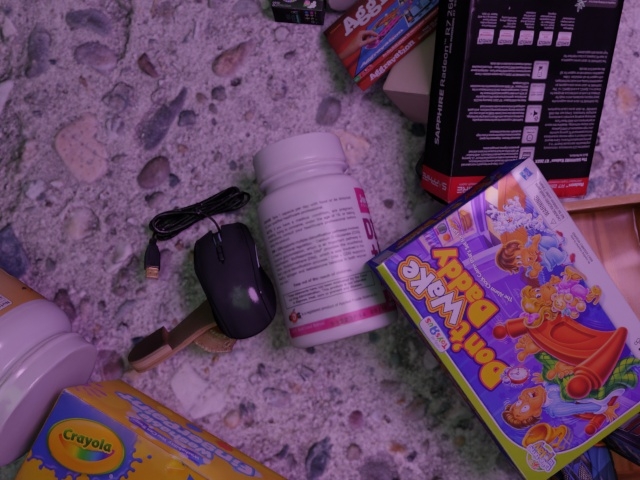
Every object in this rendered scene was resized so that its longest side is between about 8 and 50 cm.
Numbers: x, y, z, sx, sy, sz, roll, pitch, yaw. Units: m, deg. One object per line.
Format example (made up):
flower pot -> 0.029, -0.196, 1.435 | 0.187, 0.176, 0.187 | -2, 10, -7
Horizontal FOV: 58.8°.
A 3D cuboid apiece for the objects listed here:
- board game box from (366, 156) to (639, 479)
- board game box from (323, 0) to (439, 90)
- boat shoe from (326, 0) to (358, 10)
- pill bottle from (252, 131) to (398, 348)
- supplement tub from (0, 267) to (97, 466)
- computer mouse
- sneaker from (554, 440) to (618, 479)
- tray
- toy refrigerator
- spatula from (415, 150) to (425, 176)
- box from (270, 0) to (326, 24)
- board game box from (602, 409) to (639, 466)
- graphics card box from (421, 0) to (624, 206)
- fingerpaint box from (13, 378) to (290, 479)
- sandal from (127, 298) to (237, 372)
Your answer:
board game box -> 0.256, 0.103, 0.733 | 0.233, 0.078, 0.347 | -36, 95, -1
board game box -> 0.139, -0.363, 0.848 | 0.281, 0.027, 0.145 | -38, 51, 17
boat shoe -> 0.096, -0.452, 0.917 | 0.228, 0.079, 0.081 | -31, 76, -7
pill bottle -> 0.000, 0.000, 0.822 | 0.161, 0.160, 0.282 | -15, 83, 1
supplement tub -> -0.505, 0.144, 0.796 | 0.316, 0.228, 0.228 | 32, 86, 6
computer mouse -> -0.175, 0.032, 0.830 | 0.184, 0.060, 0.262 | -20, 57, 2
sneaker -> 0.334, 0.361, 0.705 | 0.087, 0.083, 0.221 | -10, 41, 20
tray -> 0.414, 0.146, 0.830 | 0.203, 0.076, 0.410 | -7, 82, 2
toy refrigerator -> 0.207, -0.317, 0.861 | 0.094, 0.102, 0.269 | 20, 83, 41
spatula -> 0.241, -0.219, 0.900 | 0.084, 0.030, 0.296 | 35, 86, 4
box -> -0.033, -0.392, 0.923 | 0.083, 0.052, 0.062 | 5, 84, 5
board game box -> 0.439, 0.208, 0.662 | 0.165, 0.243, 0.042 | -36, 84, -2
graphics card box -> 0.271, -0.239, 0.767 | 0.233, 0.094, 0.370 | -5, 112, -15
fingerpaint box -> -0.216, 0.460, 0.765 | 0.445, 0.163, 0.371 | 25, 86, 11
sandal -> -0.167, 0.144, 0.867 | 0.240, 0.088, 0.079 | -30, 116, -2
